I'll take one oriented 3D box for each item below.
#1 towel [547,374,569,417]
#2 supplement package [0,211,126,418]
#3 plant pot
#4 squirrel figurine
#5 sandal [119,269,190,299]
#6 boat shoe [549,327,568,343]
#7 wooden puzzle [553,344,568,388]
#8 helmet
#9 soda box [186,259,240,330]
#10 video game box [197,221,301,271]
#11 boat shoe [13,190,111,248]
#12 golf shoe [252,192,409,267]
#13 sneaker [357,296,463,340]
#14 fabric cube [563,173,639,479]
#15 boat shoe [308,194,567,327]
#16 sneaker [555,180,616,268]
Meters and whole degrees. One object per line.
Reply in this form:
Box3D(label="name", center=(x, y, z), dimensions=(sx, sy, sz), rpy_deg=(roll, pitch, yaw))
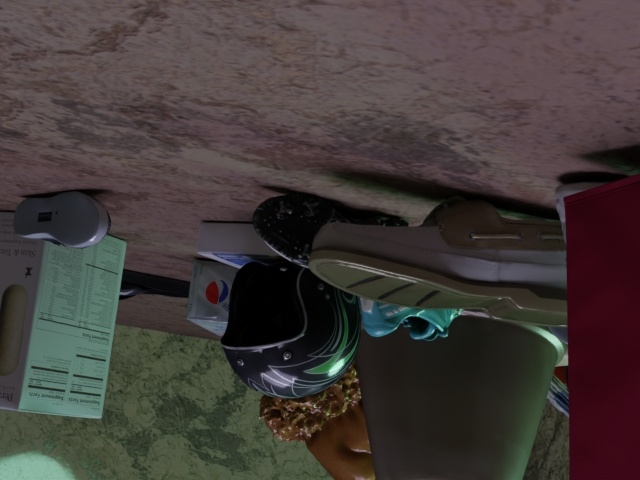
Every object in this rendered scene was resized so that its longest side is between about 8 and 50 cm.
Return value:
Box3D(label="towel", center=(0.342, 0.217, 1.891), dimensions=(0.285, 0.034, 0.209), rpy_deg=(43, 177, 26))
Box3D(label="supplement package", center=(-0.424, 0.106, 1.627), dimensions=(0.199, 0.263, 0.198), rpy_deg=(2, 170, 23))
Box3D(label="plant pot", center=(0.187, 0.227, 1.641), dimensions=(0.323, 0.280, 0.323), rpy_deg=(5, 157, 2))
Box3D(label="squirrel figurine", center=(0.095, 0.260, 2.031), dimensions=(0.397, 0.281, 0.370), rpy_deg=(22, 144, -11))
Box3D(label="sandal", center=(-0.353, 0.086, 2.096), dimensions=(0.254, 0.054, 0.097), rpy_deg=(11, 170, -23))
Box3D(label="boat shoe", center=(0.481, 0.127, 1.482), dimensions=(0.367, 0.136, 0.156), rpy_deg=(6, 171, 25))
Box3D(label="wooden puzzle", center=(0.510, 0.202, 1.894), dimensions=(0.322, 0.081, 0.348), rpy_deg=(-3, 172, 1))
Box3D(label="helmet", center=(-0.033, 0.108, 1.380), dimensions=(0.169, 0.162, 0.169), rpy_deg=(8, 168, 2))
Box3D(label="soda box", center=(-0.147, 0.102, 1.910), dimensions=(0.091, 0.098, 0.286), rpy_deg=(5, 171, 6))
Box3D(label="video game box", center=(-0.022, 0.018, 1.468), dimensions=(0.205, 0.048, 0.187), rpy_deg=(2, 171, 30))
Box3D(label="boat shoe", center=(-0.287, -0.022, 1.390), dimensions=(0.083, 0.065, 0.183), rpy_deg=(12, 175, -44))
Box3D(label="golf shoe", center=(0.000, 0.000, 1.246), dimensions=(0.198, 0.077, 0.094), rpy_deg=(15, 168, -34))
Box3D(label="sneaker", center=(0.134, 0.068, 1.422), dimensions=(0.107, 0.110, 0.275), rpy_deg=(-1, 178, 42))
Box3D(label="fabric cube", center=(0.356, 0.086, 0.849), dimensions=(0.254, 0.258, 0.259), rpy_deg=(14, 161, -31))
Box3D(label="boat shoe", center=(0.132, 0.012, 1.129), dimensions=(0.302, 0.103, 0.113), rpy_deg=(11, 165, -20))
Box3D(label="sneaker", center=(0.270, 0.023, 1.053), dimensions=(0.090, 0.115, 0.232), rpy_deg=(0, 169, 36))
